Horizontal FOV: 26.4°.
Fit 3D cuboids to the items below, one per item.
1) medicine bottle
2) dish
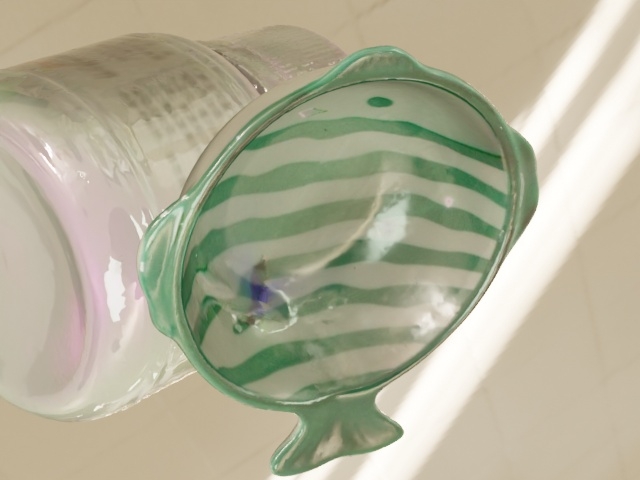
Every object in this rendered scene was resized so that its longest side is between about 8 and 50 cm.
[{"bbox_3d":[-0.111,-0.029,0.976,0.302,0.241,0.241,-25,143,-44],"label":"medicine bottle"},{"bbox_3d":[0.000,0.000,0.705,0.224,0.078,0.246,-12,125,-25],"label":"dish"}]
